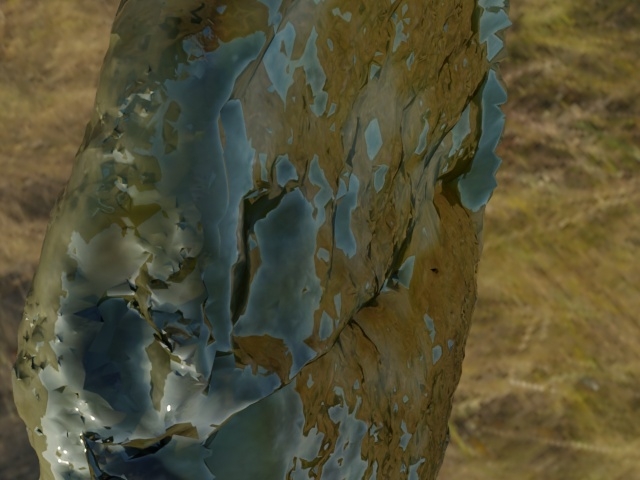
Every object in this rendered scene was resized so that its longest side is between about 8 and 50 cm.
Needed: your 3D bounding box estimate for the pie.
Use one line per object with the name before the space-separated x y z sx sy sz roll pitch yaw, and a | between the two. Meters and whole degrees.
pie | 0.000 0.000 0.535 0.339 0.077 0.339 -40 136 -55
